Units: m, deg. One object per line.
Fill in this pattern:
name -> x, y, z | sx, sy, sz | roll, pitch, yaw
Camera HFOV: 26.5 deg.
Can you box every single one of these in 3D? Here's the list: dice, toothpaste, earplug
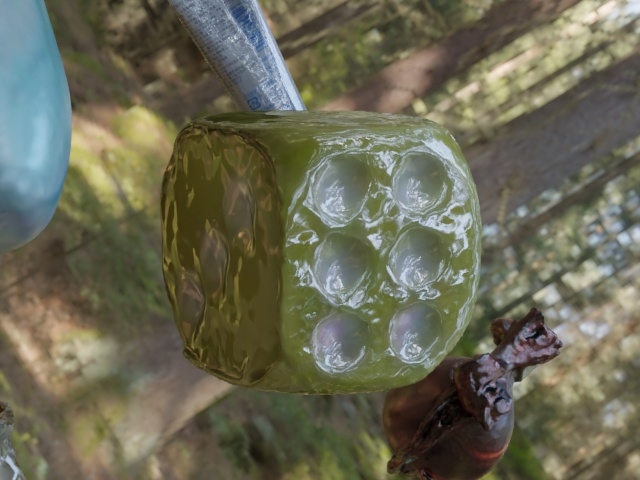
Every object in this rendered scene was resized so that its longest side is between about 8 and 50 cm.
dice -> -0.003, 0.003, 1.249 | 0.233, 0.227, 0.238 | 18, -71, 59
toothpaste -> -0.089, -0.220, 1.691 | 0.299, 0.114, 0.073 | 62, -21, -18
earplug -> -0.253, -0.121, 0.958 | 0.185, 0.185, 0.324 | 81, -14, -52

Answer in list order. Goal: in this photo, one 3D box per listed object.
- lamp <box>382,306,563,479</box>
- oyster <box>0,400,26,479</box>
lamp -> 0.171, 0.196, 1.575 | 0.223, 0.215, 0.151 | -26, -81, 38
oyster -> -0.322, 0.262, 1.231 | 0.396, 0.111, 0.204 | -92, 165, -79
